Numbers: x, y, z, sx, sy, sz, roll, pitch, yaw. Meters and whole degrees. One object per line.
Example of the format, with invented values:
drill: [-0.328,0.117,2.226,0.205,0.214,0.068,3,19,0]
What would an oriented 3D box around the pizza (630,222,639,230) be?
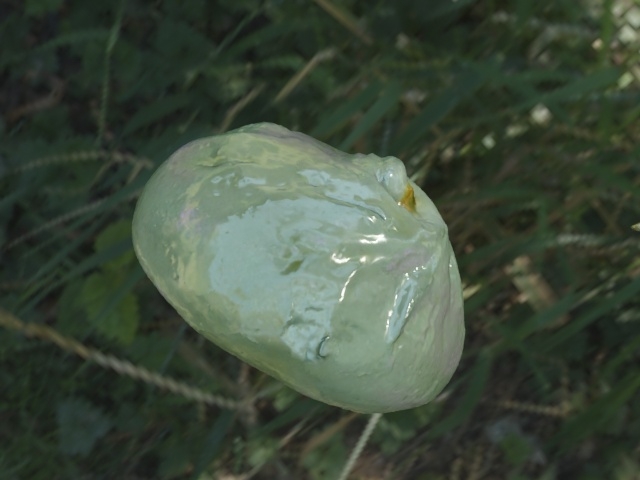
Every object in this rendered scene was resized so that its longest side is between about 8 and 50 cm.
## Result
pizza: [0.326,0.047,1.566,0.280,0.288,0.075,-5,46,-33]

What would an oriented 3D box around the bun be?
bun: [0.000,0.000,1.513,0.283,0.283,0.179,31,102,-9]
